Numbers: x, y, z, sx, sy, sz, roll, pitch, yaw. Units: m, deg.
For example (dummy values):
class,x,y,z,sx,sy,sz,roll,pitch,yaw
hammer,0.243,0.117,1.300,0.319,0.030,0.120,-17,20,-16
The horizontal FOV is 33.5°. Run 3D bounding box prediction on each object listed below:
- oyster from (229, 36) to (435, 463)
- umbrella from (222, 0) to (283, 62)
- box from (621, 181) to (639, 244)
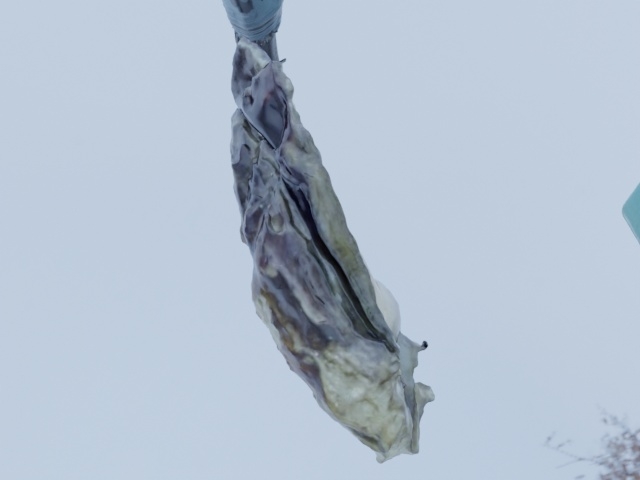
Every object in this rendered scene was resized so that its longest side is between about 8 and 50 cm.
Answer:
class,x,y,z,sx,sy,sz,roll,pitch,yaw
oyster,-0.010,0.004,0.799,0.100,0.275,0.271,-25,-148,8
umbrella,-0.060,-0.227,0.896,0.053,0.250,0.052,-30,-121,-13
box,0.183,-0.071,0.227,0.162,0.229,0.041,-10,-120,-19
